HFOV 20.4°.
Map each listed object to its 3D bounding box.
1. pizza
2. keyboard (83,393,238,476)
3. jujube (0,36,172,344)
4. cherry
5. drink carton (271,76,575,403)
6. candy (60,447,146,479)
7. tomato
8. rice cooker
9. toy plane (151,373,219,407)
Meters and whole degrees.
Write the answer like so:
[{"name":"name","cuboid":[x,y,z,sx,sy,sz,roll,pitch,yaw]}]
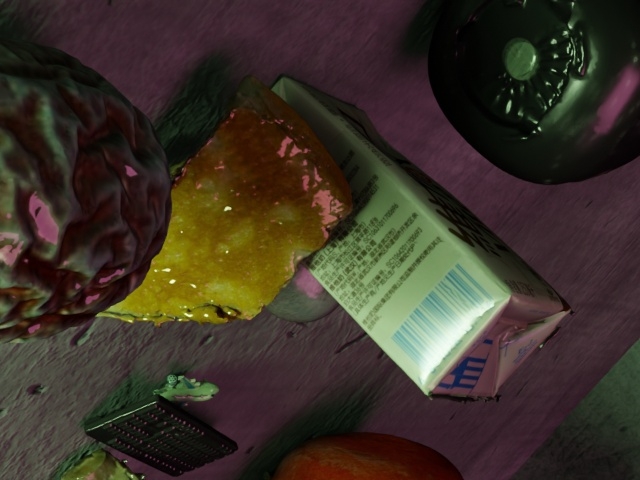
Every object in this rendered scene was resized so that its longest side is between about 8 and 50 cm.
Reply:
[{"name":"pizza","cuboid":[-0.110,-0.010,1.625,0.297,0.189,0.071,-42,-157,18]},{"name":"keyboard","cuboid":[-0.182,0.231,2.067,0.101,0.018,0.310,-22,160,6]},{"name":"jujube","cuboid":[-0.234,-0.036,1.243,0.226,0.226,0.317,-49,156,13]},{"name":"cherry","cuboid":[-0.006,-0.004,1.895,0.148,0.115,0.188,33,97,-28]},{"name":"drink carton","cuboid":[0.072,0.000,1.717,0.132,0.324,0.194,-49,158,11]},{"name":"candy","cuboid":[-0.245,0.294,2.009,0.085,0.095,0.110,-35,162,-31]},{"name":"tomato","cuboid":[0.051,0.411,2.483,0.325,0.290,0.293,11,101,-61]},{"name":"rice cooker","cuboid":[0.250,-0.191,1.801,0.224,0.267,0.267,-7,138,-52]},{"name":"toy plane","cuboid":[-0.155,0.171,2.014,0.083,0.033,0.080,-9,144,-24]}]
